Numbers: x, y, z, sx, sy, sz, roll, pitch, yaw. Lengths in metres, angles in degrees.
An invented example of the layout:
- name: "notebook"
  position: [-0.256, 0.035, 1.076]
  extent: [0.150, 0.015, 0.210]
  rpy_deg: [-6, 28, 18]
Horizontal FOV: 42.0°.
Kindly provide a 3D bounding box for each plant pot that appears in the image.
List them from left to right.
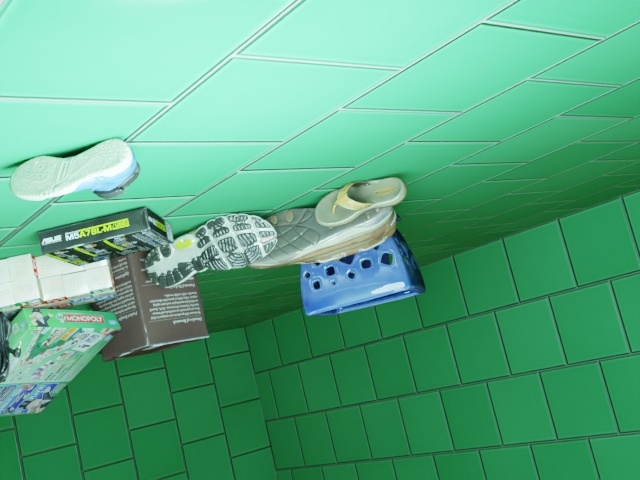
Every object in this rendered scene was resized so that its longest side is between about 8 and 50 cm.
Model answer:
- name: "plant pot"
  position: [0.080, 0.036, 1.798]
  extent: [0.236, 0.212, 0.236]
  rpy_deg: [-16, 170, 14]

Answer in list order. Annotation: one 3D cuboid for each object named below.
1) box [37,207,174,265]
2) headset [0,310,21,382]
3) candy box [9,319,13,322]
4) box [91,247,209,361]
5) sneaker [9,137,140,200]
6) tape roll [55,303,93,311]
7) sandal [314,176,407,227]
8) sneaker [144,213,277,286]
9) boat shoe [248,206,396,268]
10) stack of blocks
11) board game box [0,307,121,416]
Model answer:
- name: "box"
  position: [-0.363, -0.003, 1.440]
  extent: [0.184, 0.045, 0.190]
  rpy_deg: [-11, 172, 2]
- name: "headset"
  position: [-0.633, 0.113, 1.284]
  extent: [0.243, 0.185, 0.394]
  rpy_deg: [-20, 157, 21]
- name: "candy box"
  position: [-0.642, 0.183, 1.723]
  extent: [0.165, 0.196, 0.070]
  rpy_deg: [-13, -144, -5]
- name: "box"
  position: [-0.366, 0.131, 1.759]
  extent: [0.168, 0.203, 0.167]
  rpy_deg: [-20, 169, 39]
- name: "sneaker"
  position: [-0.298, -0.076, 1.032]
  extent: [0.152, 0.058, 0.084]
  rpy_deg: [-20, 163, -2]
- name: "tape roll"
  position: [-0.561, 0.184, 1.949]
  extent: [0.321, 0.077, 0.321]
  rpy_deg: [-27, 167, -7]
- name: "sandal"
  position: [0.070, -0.080, 1.547]
  extent: [0.180, 0.072, 0.049]
  rpy_deg: [-17, 155, 13]
- name: "sneaker"
  position: [-0.211, 0.005, 1.636]
  extent: [0.279, 0.107, 0.118]
  rpy_deg: [-15, -169, 16]
- name: "boat shoe"
  position: [0.000, 0.000, 1.643]
  extent: [0.324, 0.123, 0.116]
  rpy_deg: [-15, 142, 16]
- name: "stack of blocks"
  position: [-0.544, 0.084, 1.567]
  extent: [0.297, 0.087, 0.171]
  rpy_deg: [-11, 171, -12]
- name: "board game box"
  position: [-0.574, 0.249, 1.658]
  extent: [0.317, 0.046, 0.213]
  rpy_deg: [-43, 151, 24]
